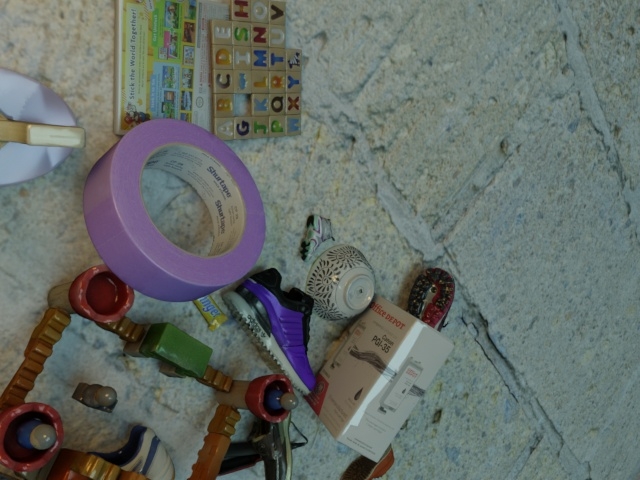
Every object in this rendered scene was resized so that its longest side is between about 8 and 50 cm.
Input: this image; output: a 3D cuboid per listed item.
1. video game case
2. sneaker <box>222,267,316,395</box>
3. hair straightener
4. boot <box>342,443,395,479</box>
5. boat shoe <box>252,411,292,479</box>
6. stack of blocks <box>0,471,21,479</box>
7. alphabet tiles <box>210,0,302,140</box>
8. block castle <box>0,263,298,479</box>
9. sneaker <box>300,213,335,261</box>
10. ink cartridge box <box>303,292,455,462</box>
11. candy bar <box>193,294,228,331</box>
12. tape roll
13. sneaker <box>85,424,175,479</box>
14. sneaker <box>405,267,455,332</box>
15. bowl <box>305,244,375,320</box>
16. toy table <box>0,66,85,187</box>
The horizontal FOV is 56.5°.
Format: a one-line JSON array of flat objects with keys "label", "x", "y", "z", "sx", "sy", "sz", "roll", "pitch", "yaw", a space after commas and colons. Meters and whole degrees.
[{"label": "video game case", "x": -0.233, "y": -0.283, "z": 0.979, "sx": 0.206, "sy": 0.026, "sz": 0.227, "roll": -3, "pitch": 105, "yaw": -35}, {"label": "sneaker", "x": -0.058, "y": 0.175, "z": 1.175, "sx": 0.146, "sy": 0.102, "sz": 0.293, "roll": -42, "pitch": 122, "yaw": -20}, {"label": "hair straightener", "x": -0.120, "y": 0.419, "z": 1.229, "sx": 0.230, "sy": 0.047, "sz": 0.089, "roll": 3, "pitch": 101, "yaw": -36}, {"label": "boot", "x": 0.121, "y": 0.556, "z": 1.432, "sx": 0.158, "sy": 0.059, "sz": 0.085, "roll": -37, "pitch": 125, "yaw": -23}, {"label": "boat shoe", "x": -0.102, "y": 0.396, "z": 1.186, "sx": 0.073, "sy": 0.080, "sz": 0.224, "roll": 11, "pitch": 68, "yaw": -29}, {"label": "stack of blocks", "x": -0.405, "y": 0.419, "z": 0.859, "sx": 0.297, "sy": 0.171, "sz": 0.087, "roll": 23, "pitch": 67, "yaw": -3}, {"label": "alphabet tiles", "x": -0.107, "y": -0.300, "z": 1.051, "sx": 0.198, "sy": 0.009, "sz": 0.237, "roll": -13, "pitch": 111, "yaw": -42}, {"label": "block castle", "x": -0.257, "y": 0.273, "z": 0.933, "sx": 0.453, "sy": 0.212, "sz": 0.303, "roll": 42, "pitch": 55, "yaw": -34}, {"label": "sneaker", "x": 0.000, "y": 0.000, "z": 1.209, "sx": 0.069, "sy": 0.038, "sz": 0.098, "roll": 12, "pitch": 96, "yaw": -36}, {"label": "ink cartridge box", "x": 0.115, "y": 0.271, "z": 1.233, "sx": 0.117, "sy": 0.207, "sz": 0.283, "roll": 36, "pitch": 87, "yaw": -22}, {"label": "candy bar", "x": -0.223, "y": 0.099, "z": 1.091, "sx": 0.040, "sy": 0.018, "sz": 0.161, "roll": -40, "pitch": 122, "yaw": -21}, {"label": "tape roll", "x": -0.217, "y": -0.047, "z": 0.926, "sx": 0.274, "sy": 0.090, "sz": 0.275, "roll": 25, "pitch": 54, "yaw": -38}, {"label": "sneaker", "x": -0.400, "y": 0.427, "z": 1.009, "sx": 0.296, "sy": 0.112, "sz": 0.131, "roll": -29, "pitch": 109, "yaw": -36}, {"label": "sneaker", "x": 0.236, "y": 0.210, "z": 1.390, "sx": 0.299, "sy": 0.121, "sz": 0.112, "roll": -61, "pitch": 157, "yaw": 3}, {"label": "bowl", "x": 0.061, "y": 0.099, "z": 1.253, "sx": 0.170, "sy": 0.080, "sz": 0.170, "roll": -9, "pitch": 106, "yaw": -34}, {"label": "toy table", "x": -0.451, "y": -0.148, "z": 0.777, "sx": 0.274, "sy": 0.161, "sz": 0.252, "roll": -16, "pitch": 111, "yaw": -30}]
